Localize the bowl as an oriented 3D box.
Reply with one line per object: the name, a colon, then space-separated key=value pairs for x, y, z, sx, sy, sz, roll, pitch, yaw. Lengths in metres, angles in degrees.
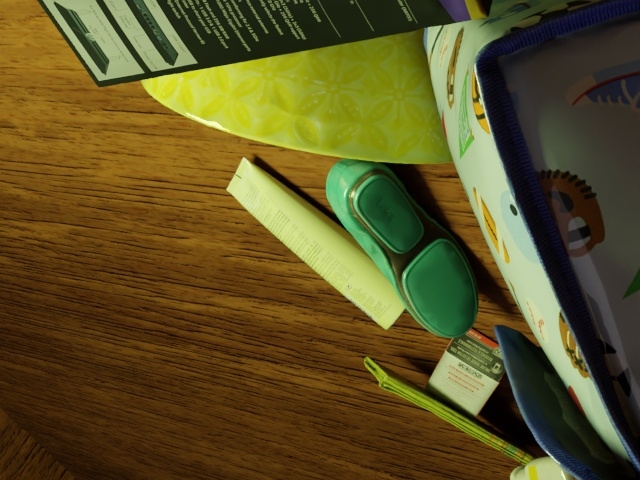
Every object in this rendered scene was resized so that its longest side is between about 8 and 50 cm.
bowl: x=0.015 y=-0.176 z=1.286 sx=0.289 sy=0.289 sz=0.156 roll=21 pitch=111 yaw=27

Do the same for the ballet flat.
ballet flat: x=0.083 y=-0.001 z=1.701 sx=0.247 sy=0.083 sz=0.087 roll=53 pitch=175 yaw=-37

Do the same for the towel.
towel: x=0.159 y=0.210 z=1.983 sx=0.237 sy=0.021 sz=0.102 roll=31 pitch=180 yaw=-14

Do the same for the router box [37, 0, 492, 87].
router box: x=-0.002 y=-0.237 z=0.960 sx=0.243 sy=0.309 sz=0.081 roll=-7 pitch=137 yaw=28

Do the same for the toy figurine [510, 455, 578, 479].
toy figurine: x=0.316 y=0.226 z=1.657 sx=0.209 sy=0.213 sz=0.148 roll=44 pitch=146 yaw=-17

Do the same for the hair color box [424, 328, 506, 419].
hair color box: x=0.169 y=0.151 z=1.907 sx=0.072 sy=0.043 sz=0.141 roll=31 pitch=158 yaw=6

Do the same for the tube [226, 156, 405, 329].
tube: x=0.000 y=0.000 z=1.826 sx=0.240 sy=0.062 sz=0.070 roll=38 pitch=113 yaw=2

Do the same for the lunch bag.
lunch bag: x=0.217 y=0.017 z=1.042 sx=0.328 sy=0.239 sz=0.385 roll=-95 pitch=-17 yaw=-78
